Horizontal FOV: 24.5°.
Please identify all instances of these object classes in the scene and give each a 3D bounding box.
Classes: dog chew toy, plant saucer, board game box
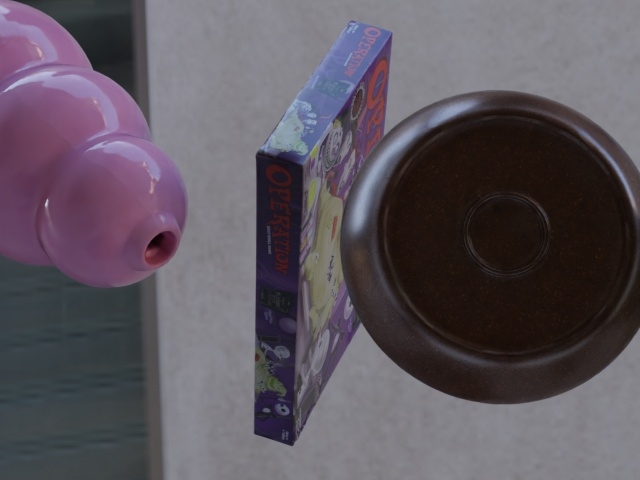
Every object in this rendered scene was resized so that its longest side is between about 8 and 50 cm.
[{"bbox_3d":[-0.241,-0.074,1.271,0.206,0.332,0.206,-31,-40,-31],"label":"dog chew toy"},{"bbox_3d":[0.094,-0.001,0.761,0.168,0.168,0.029,-6,-12,0],"label":"plant saucer"},{"bbox_3d":[0.000,0.000,1.342,0.056,0.208,0.347,14,-46,12],"label":"board game box"}]
